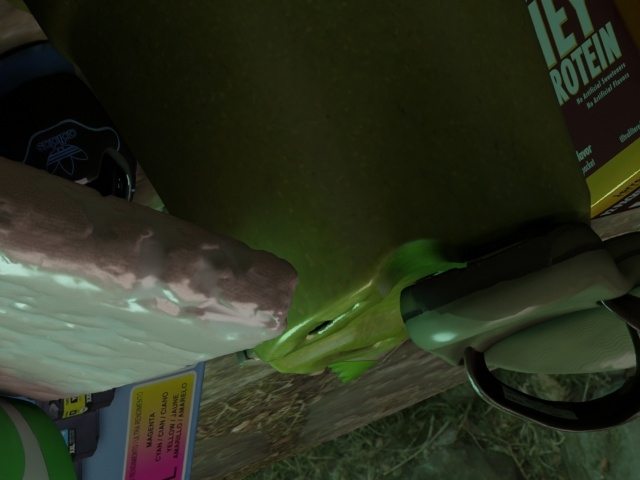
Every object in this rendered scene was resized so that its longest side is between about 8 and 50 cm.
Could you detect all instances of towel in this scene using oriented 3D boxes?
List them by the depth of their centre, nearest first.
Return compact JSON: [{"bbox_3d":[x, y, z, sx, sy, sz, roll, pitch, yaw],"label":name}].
[{"bbox_3d":[-0.220,0.002,0.871,0.332,0.053,0.317,16,164,-23],"label":"towel"}]

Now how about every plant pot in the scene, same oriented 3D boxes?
[{"bbox_3d":[0.004,-0.082,0.947,0.276,0.254,0.276,-22,166,-6],"label":"plant pot"}]

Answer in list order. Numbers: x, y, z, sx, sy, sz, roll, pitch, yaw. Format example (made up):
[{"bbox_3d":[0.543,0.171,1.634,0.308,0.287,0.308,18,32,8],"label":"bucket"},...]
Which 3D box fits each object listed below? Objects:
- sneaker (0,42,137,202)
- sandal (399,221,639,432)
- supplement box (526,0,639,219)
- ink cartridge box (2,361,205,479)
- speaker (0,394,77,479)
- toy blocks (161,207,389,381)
[{"bbox_3d":[-0.153,-0.042,1.174,0.081,0.090,0.232,-24,166,-1],"label":"sneaker"},{"bbox_3d":[0.122,0.054,0.935,0.120,0.086,0.303,-29,166,20],"label":"sandal"},{"bbox_3d":[0.224,-0.135,1.250,0.194,0.191,0.129,-13,162,-36],"label":"supplement box"},{"bbox_3d":[-0.272,0.145,1.183,0.395,0.151,0.270,-11,117,-41],"label":"ink cartridge box"},{"bbox_3d":[-0.276,0.150,0.975,0.297,0.131,0.131,-4,156,-42],"label":"speaker"},{"bbox_3d":[0.000,0.000,1.490,0.261,0.190,0.381,-1,155,-33],"label":"toy blocks"}]
